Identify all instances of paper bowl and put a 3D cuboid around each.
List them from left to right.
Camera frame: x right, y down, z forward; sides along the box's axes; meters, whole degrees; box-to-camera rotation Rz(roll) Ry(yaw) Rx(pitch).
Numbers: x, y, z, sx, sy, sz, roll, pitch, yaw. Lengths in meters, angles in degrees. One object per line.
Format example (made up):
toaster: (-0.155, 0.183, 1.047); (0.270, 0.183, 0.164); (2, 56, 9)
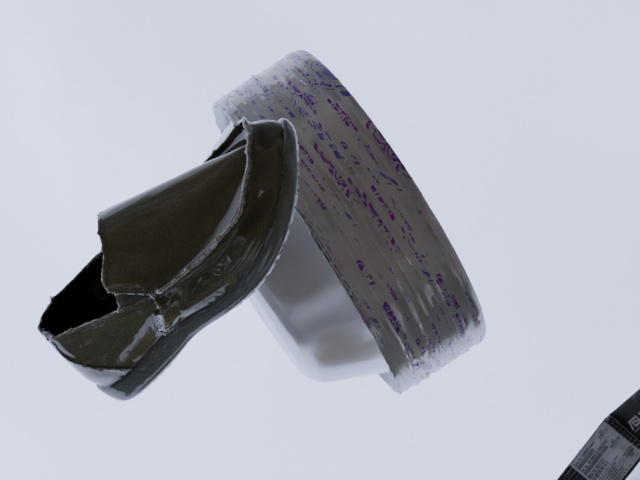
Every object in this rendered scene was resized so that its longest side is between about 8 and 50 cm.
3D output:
paper bowl: (0.000, 0.000, 1.450); (0.148, 0.284, 0.284); (-34, -112, -5)

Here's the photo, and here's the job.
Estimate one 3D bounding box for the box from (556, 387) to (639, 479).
box: (0.220, 0.180, 1.370); (0.045, 0.191, 0.184); (40, -148, 14)

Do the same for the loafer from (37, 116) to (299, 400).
loafer: (-0.101, 0.011, 1.145); (0.087, 0.251, 0.094); (24, -145, -26)
